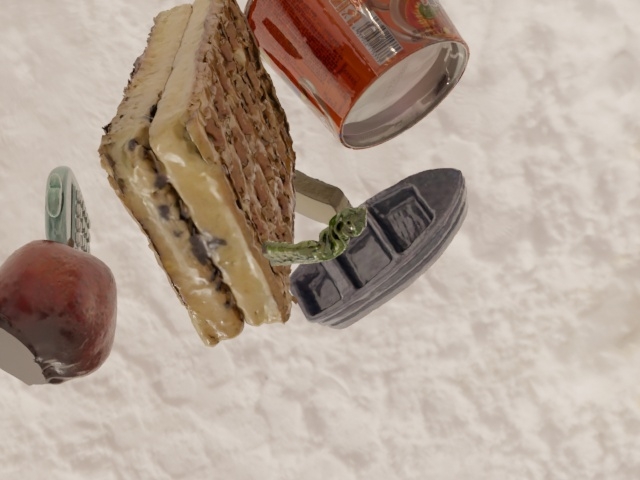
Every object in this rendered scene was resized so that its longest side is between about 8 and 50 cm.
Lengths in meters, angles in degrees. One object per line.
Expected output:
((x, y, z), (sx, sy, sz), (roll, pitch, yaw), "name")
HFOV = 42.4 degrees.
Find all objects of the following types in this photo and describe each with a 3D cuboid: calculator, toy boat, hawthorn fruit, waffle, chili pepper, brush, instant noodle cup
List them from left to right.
((-0.420, 0.101, 1.295), (0.215, 0.249, 0.215), (-3, 143, -2), "hawthorn fruit")
((-0.459, -0.031, 1.497), (0.042, 0.295, 0.184), (-4, 69, -5), "calculator")
((-0.093, -0.084, 0.755), (0.091, 0.308, 0.212), (-16, 125, 10), "waffle")
((-0.020, -0.098, 1.839), (0.059, 0.197, 0.123), (-56, 150, -15), "brush")
((0.000, 0.000, 0.521), (0.022, 0.083, 0.027), (-10, 79, -58), "chili pepper")
((0.051, -0.248, 1.036), (0.250, 0.250, 0.192), (-30, 71, -12), "instant noodle cup")
((0.086, 0.006, 1.118), (0.283, 0.127, 0.078), (-39, 137, 9), "toy boat")
